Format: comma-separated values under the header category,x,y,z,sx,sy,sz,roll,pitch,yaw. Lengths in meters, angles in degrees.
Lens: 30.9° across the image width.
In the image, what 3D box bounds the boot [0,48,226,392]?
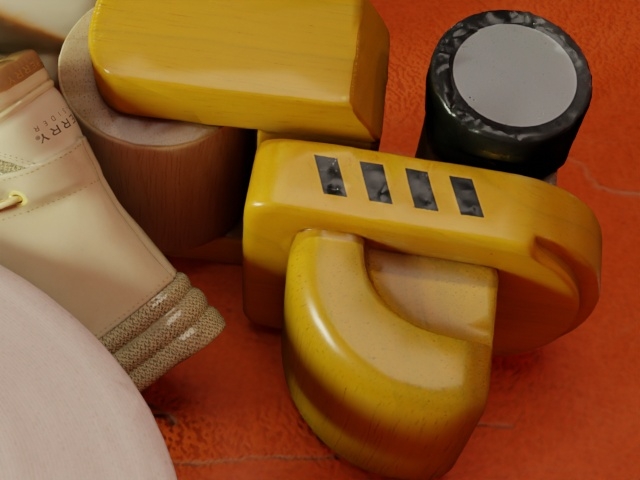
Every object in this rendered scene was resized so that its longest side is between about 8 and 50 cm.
category,x,y,z,sx,sy,sz,roll,pitch,yaw
boot,-0.200,0.033,0.683,0.203,0.262,0.095,53,28,-13

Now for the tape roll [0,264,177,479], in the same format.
category,x,y,z,sx,sy,sz,roll,pitch,yaw
tape roll,-0.249,0.125,0.456,0.392,0.072,0.392,12,37,-10

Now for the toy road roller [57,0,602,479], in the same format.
category,x,y,z,sx,sy,sz,roll,pitch,yaw
toy road roller,0.000,0.000,0.684,0.330,0.202,0.240,9,61,0

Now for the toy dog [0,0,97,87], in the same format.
category,x,y,z,sx,sy,sz,roll,pitch,yaw
toy dog,-0.231,-0.293,0.854,0.395,0.284,0.408,19,38,-28
